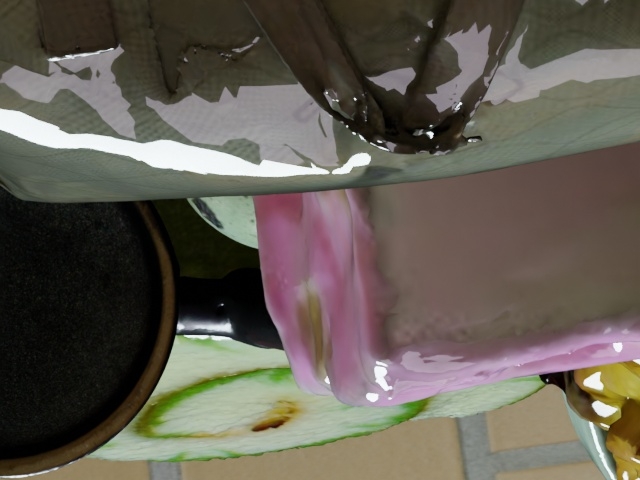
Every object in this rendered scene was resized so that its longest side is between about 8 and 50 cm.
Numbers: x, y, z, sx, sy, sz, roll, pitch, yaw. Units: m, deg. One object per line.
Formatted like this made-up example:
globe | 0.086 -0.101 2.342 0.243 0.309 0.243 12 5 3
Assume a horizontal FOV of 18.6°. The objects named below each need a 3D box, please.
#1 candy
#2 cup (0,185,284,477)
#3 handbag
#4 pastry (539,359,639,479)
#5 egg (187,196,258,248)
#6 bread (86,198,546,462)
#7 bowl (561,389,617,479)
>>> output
candy | 0.109 -0.040 0.613 0.265 0.155 0.116 -7 172 -21
cup | -0.115 0.045 0.981 0.239 0.166 0.177 29 179 0
handbag | 0.012 -0.067 0.394 0.270 0.117 0.182 -8 167 7
pastry | 0.305 0.017 0.831 0.405 0.292 0.337 -12 176 -9
egg | -0.017 -0.037 0.882 0.110 0.085 0.085 7 -174 38
bread | -0.028 0.043 1.254 0.382 0.129 0.366 4 159 -25
bowl | 0.272 0.031 1.170 0.307 0.307 0.163 -7 -160 -14
